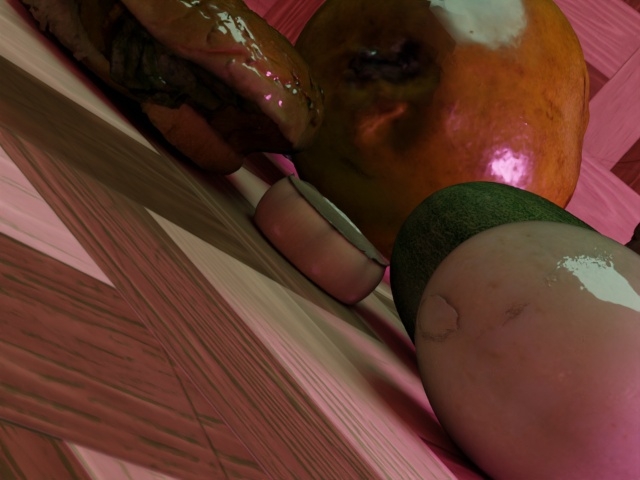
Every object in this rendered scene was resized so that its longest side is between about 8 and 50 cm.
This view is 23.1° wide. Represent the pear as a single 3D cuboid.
[{"bbox_3d":[0.127,-0.142,1.731,0.352,0.352,0.413,46,15,35],"label":"pear"}]

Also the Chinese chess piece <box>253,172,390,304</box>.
[{"bbox_3d":[0.000,0.000,1.305,0.122,0.051,0.122,42,8,-7],"label":"Chinese chess piece"}]

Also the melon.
[{"bbox_3d":[0.180,0.068,1.295,0.288,0.182,0.182,39,5,26],"label":"melon"}]

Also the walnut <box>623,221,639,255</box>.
[{"bbox_3d":[0.360,0.062,1.386,0.224,0.224,0.224,41,6,-5],"label":"walnut"}]

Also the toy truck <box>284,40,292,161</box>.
[{"bbox_3d":[-0.020,-0.159,1.907,0.253,0.124,0.114,39,1,-33],"label":"toy truck"}]

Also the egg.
[{"bbox_3d":[0.173,0.090,1.097,0.253,0.186,0.186,36,8,-28],"label":"egg"}]

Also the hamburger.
[{"bbox_3d":[-0.121,-0.171,1.357,0.285,0.134,0.265,44,8,2],"label":"hamburger"}]
